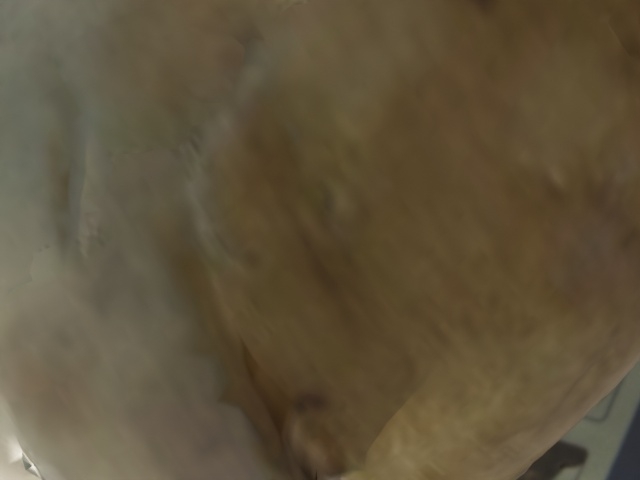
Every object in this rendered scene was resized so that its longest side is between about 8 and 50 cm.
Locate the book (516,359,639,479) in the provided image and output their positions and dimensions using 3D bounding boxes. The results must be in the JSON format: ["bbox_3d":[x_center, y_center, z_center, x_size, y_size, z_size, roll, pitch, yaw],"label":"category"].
[{"bbox_3d":[0.000,0.000,0.662,0.039,0.300,0.428,-108,39,-74],"label":"book"}]

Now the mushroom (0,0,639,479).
[{"bbox_3d":[-0.014,-0.016,0.452,0.255,0.255,0.184,-98,-18,-51],"label":"mushroom"}]
